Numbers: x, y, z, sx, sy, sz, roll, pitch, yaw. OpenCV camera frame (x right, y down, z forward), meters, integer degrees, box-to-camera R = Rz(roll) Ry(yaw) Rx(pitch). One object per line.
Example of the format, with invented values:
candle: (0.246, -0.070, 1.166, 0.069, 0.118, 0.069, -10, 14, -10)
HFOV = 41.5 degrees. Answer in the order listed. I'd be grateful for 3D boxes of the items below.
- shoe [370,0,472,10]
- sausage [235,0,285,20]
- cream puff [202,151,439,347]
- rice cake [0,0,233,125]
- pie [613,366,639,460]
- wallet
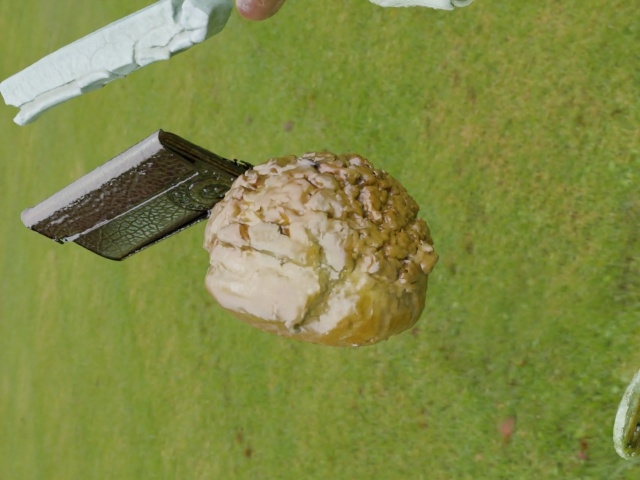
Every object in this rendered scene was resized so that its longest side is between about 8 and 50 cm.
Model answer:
shoe: (0.149, -0.345, 1.134, 0.095, 0.110, 0.265, -50, 10, -10)
sausage: (-0.042, -0.404, 1.059, 0.433, 0.087, 0.088, 129, 146, -67)
cream puff: (0.000, 0.000, 0.543, 0.165, 0.150, 0.115, 16, 104, 37)
rice cake: (-0.238, -0.208, 0.949, 0.336, 0.063, 0.066, -14, 23, 36)
pie: (0.234, 0.117, 0.590, 0.021, 0.084, 0.084, 27, 106, 52)
wallet: (-0.177, -0.036, 0.834, 0.243, 0.133, 0.039, -22, 57, 39)
